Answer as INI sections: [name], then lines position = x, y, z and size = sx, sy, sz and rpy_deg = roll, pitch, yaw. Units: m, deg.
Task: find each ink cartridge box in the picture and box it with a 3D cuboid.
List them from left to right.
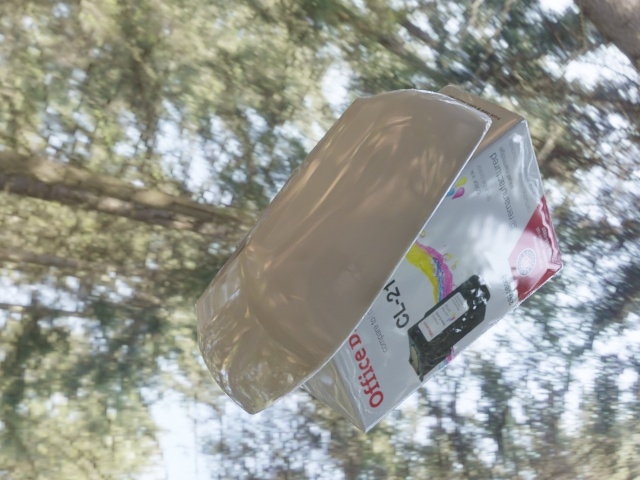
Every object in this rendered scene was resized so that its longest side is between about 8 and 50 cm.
[ink cartridge box]
position = 0.052, 0.011, 0.715
size = 0.175, 0.127, 0.072
rpy_deg = -38, -140, -18

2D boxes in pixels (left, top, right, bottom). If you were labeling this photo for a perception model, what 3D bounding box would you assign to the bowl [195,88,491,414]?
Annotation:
[bowl]
position = 0.000, 0.000, 0.506
size = 0.053, 0.142, 0.142
rpy_deg = 38, -115, -5
